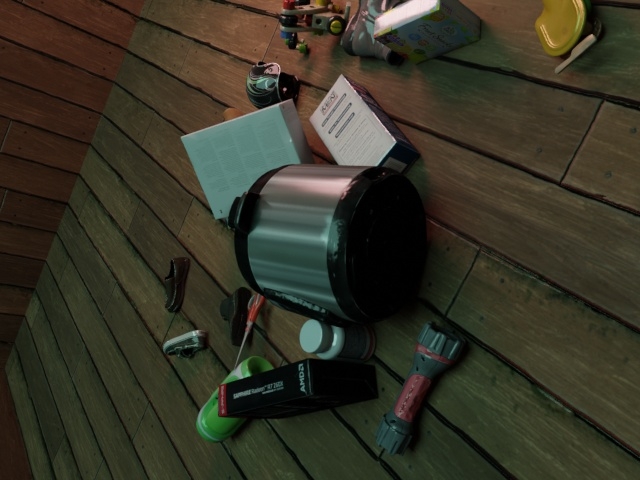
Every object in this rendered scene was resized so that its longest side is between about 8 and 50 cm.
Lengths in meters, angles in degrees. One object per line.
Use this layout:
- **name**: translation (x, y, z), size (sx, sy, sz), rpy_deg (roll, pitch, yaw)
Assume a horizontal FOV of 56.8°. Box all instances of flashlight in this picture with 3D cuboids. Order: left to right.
- **flashlight**: translation (0.217, 0.335, 1.323), size (0.103, 0.103, 0.303), rpy_deg (31, 100, 45)

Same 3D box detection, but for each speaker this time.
- **speaker**: translation (-0.255, 0.481, 1.781), size (0.296, 0.131, 0.131), rpy_deg (-50, 46, 25)

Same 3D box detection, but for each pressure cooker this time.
- **pressure cooker**: translation (0.003, -0.005, 1.444), size (0.421, 0.375, 0.369), rpy_deg (9, 126, 38)

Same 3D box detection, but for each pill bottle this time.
- **pill bottle**: translation (0.042, 0.248, 1.484), size (0.108, 0.180, 0.107), rpy_deg (-18, 65, 43)

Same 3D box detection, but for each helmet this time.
- **helmet**: translation (-0.171, -0.516, 1.987), size (0.162, 0.169, 0.169), rpy_deg (7, 82, 32)

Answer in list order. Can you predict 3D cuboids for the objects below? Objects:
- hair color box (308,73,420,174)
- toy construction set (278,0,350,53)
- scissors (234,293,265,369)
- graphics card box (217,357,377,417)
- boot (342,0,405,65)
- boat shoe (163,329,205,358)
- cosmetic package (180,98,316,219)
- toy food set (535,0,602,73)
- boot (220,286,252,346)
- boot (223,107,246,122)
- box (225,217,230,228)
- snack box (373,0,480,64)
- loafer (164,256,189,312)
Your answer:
- **hair color box**: translation (0.112, -0.289, 1.639), size (0.174, 0.105, 0.347), rpy_deg (-51, 46, 24)
- **toy construction set**: translation (0.013, -0.746, 1.848), size (0.238, 0.257, 0.308), rpy_deg (9, 103, 6)
- **scissors**: translation (-0.212, 0.251, 1.801), size (0.109, 0.021, 0.297), rpy_deg (-43, 23, 35)
- **graphics card box**: translation (-0.066, 0.388, 1.520), size (0.371, 0.233, 0.094), rpy_deg (-25, 59, 42)
- **boot**: translation (0.203, -0.670, 1.675), size (0.223, 0.118, 0.337), rpy_deg (27, 109, 46)
- **boat shoe**: translation (-0.490, 0.383, 2.112), size (0.219, 0.078, 0.070), rpy_deg (-29, 56, 37)
- **cosmetic package**: translation (-0.210, -0.239, 1.808), size (0.378, 0.097, 0.284), rpy_deg (-10, 107, 30)
- **toy food set**: translation (0.537, -0.457, 1.260), size (0.128, 0.071, 0.217), rpy_deg (124, 144, -56)
- **boot**: translation (-0.286, 0.265, 1.938), size (0.137, 0.077, 0.197), rpy_deg (-31, 43, 44)
- **boot**: translation (-0.223, -0.350, 2.014), size (0.089, 0.236, 0.269), rpy_deg (-49, 22, 12)
- **box**: translation (-0.300, -0.127, 2.016), size (0.054, 0.059, 0.168), rpy_deg (-126, 29, -55)
- **snack box**: translation (0.268, -0.535, 1.493), size (0.207, 0.175, 0.070), rpy_deg (-9, 72, 47)
- **loafer**: translation (-0.568, 0.166, 2.269), size (0.080, 0.078, 0.219), rpy_deg (-1, 77, 48)
